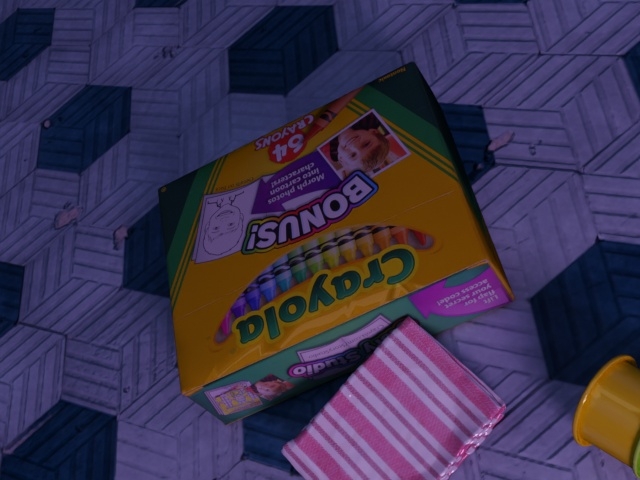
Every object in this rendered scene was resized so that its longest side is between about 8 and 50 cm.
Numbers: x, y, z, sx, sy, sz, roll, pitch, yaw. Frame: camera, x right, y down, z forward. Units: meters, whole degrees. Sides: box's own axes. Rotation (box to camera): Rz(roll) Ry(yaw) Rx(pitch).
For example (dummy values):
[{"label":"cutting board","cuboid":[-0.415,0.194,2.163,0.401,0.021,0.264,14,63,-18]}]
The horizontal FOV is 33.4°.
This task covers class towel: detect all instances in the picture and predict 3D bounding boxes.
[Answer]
[{"label":"towel","cuboid":[0.071,0.190,1.069,0.197,0.029,0.144,-46,67,-5]}]

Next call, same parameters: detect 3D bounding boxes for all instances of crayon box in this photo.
[{"label":"crayon box","cuboid":[0.000,0.000,1.234,0.363,0.106,0.313,-25,48,13]}]

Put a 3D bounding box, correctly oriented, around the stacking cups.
[{"label":"stacking cups","cuboid":[0.365,0.208,0.880,0.316,0.096,0.096,30,76,37]}]
